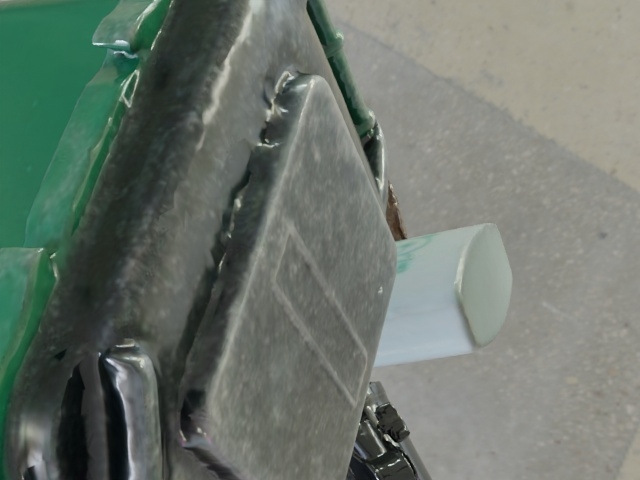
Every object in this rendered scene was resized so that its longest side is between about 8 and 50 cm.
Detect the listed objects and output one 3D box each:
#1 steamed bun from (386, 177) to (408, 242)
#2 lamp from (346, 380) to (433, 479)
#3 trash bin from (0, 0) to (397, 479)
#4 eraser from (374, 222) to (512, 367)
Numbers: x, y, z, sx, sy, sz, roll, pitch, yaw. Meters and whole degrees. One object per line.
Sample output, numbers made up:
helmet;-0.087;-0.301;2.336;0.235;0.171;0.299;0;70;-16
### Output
steamed bun;0.000;0.000;1.548;0.199;0.251;0.301;-21;92;-22
lamp;0.044;0.346;1.544;0.205;0.374;0.272;-23;58;-19
trash bin;-0.169;0.001;0.508;0.381;0.259;0.295;5;62;20
eraser;0.026;0.067;0.979;0.290;0.189;0.104;-12;100;25
